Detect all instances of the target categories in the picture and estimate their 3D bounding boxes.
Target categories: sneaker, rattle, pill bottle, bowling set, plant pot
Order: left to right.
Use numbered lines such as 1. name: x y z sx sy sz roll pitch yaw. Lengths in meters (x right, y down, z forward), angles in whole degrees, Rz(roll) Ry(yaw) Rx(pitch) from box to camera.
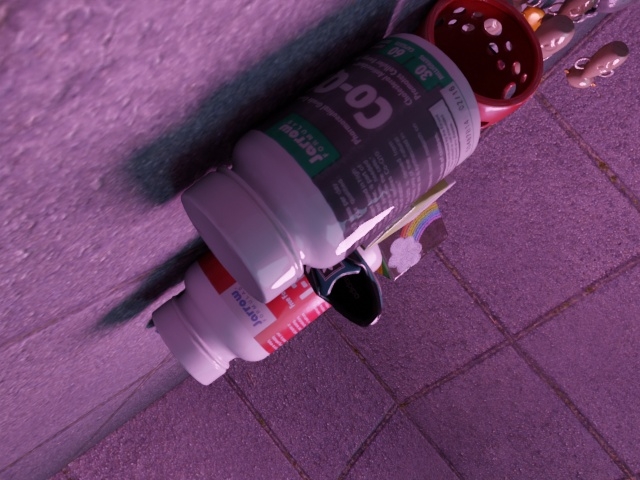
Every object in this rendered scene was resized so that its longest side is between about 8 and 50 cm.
1. pill bottle: -0.104 0.078 1.159 0.408 0.229 0.229 -38 174 -6
2. sneaker: 0.007 0.014 0.989 0.108 0.302 0.121 -39 -169 5
3. pill bottle: 0.016 -0.093 0.794 0.361 0.204 0.204 -39 174 -16
4. plant pot: 0.211 -0.248 0.928 0.191 0.191 0.174 -37 176 -23
5. rattle: 0.521 -0.538 1.456 0.130 0.142 0.199 3 -130 50
6. bowling set: 0.393 -0.397 1.070 0.154 0.287 0.199 141 -33 -73

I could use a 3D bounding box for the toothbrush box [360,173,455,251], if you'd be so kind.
1. toothbrush box: 0.099 -0.123 1.068 0.122 0.206 0.283 -44 173 29

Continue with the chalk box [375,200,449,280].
1. chalk box: 0.125 -0.093 1.334 0.180 0.289 0.179 -36 -149 -16

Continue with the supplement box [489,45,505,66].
1. supplement box: 0.346 -0.374 1.372 0.130 0.073 0.239 -44 174 24

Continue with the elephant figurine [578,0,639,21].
1. elephant figurine: 0.686 -0.633 1.355 0.169 0.186 0.239 2 168 11

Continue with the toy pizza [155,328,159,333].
1. toy pizza: -0.299 0.143 1.398 0.201 0.032 0.201 -38 174 -5
